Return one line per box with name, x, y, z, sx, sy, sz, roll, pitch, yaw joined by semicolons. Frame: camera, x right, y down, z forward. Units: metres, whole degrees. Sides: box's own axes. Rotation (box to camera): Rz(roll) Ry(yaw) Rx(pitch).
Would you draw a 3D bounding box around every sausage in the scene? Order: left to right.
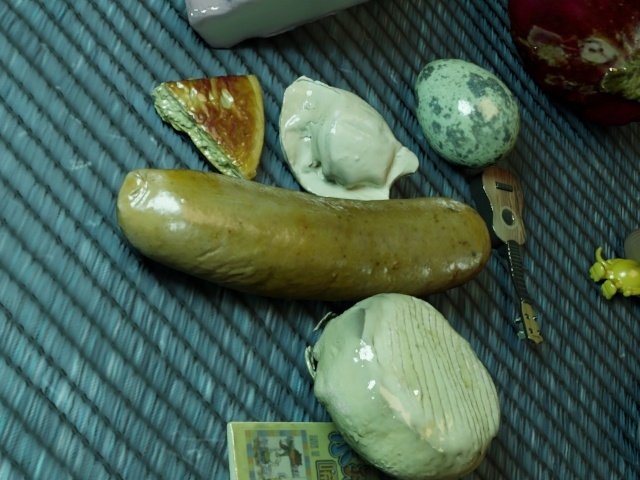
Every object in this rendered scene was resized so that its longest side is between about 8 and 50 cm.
sausage;-0.001;0.003;1.139;0.500;0.123;0.136;4;98;-33

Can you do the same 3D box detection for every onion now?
onion;0.480;-0.417;1.561;0.398;0.398;0.420;30;33;-21

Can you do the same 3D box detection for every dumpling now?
dumpling;0.027;-0.114;1.231;0.199;0.118;0.136;29;79;-12

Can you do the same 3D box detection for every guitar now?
guitar;0.267;0.023;1.378;0.083;0.038;0.271;9;62;-32

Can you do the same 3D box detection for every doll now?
doll;0.501;0.039;1.515;0.188;0.096;0.145;6;47;-6

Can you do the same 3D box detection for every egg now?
egg;0.200;-0.179;1.367;0.132;0.132;0.172;-29;75;-40

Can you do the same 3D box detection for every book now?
book;-0.011;0.282;1.078;0.192;0.013;0.168;7;65;-34

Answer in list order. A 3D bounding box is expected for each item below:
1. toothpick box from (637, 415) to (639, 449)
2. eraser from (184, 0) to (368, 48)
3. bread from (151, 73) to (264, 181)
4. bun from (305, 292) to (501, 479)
toothpick box;0.605;0.250;1.381;0.354;0.263;0.263;-37;92;-39
eraser;-0.061;-0.452;1.227;0.122;0.272;0.359;37;38;-71
bread;-0.115;-0.156;1.182;0.154;0.054;0.136;47;51;-16
bun;0.085;0.172;1.105;0.239;0.141;0.239;33;30;-22
